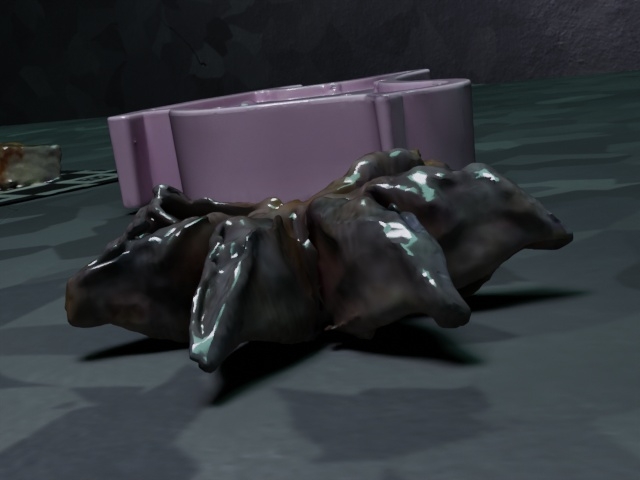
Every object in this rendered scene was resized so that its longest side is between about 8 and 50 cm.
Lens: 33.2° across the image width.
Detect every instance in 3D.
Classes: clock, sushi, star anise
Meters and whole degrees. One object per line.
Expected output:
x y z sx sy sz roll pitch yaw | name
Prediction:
0.025 -0.086 0.863 0.275 0.080 0.290 1 14 36 | clock
-0.408 -0.074 1.111 0.359 0.064 0.343 2 14 43 | sushi
-0.001 0.004 0.436 0.208 0.063 0.172 -7 12 -4 | star anise
